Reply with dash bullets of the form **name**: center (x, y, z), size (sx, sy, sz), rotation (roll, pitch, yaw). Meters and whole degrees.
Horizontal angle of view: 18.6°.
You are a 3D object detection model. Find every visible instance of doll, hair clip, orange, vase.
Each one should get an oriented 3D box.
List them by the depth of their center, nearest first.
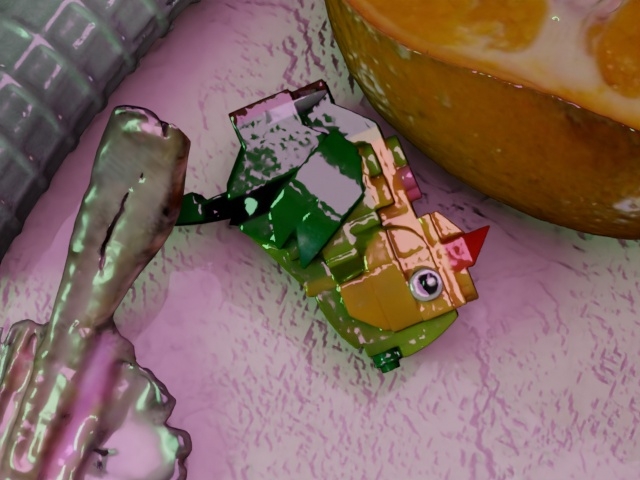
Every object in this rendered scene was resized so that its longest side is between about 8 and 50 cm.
- **hair clip**: center (-0.140, 0.068, 1.104), size (0.173, 0.069, 0.300), rotation (22, 96, 0)
- **orange**: center (0.169, -0.127, 1.125), size (0.310, 0.274, 0.274), rotation (-9, 71, 30)
- **doll**: center (0.006, -0.007, 1.143), size (0.186, 0.106, 0.134), rotation (38, 90, 5)
- **vase**: center (-0.151, -0.120, 1.145), size (0.143, 0.143, 0.299), rotation (34, 76, 4)
